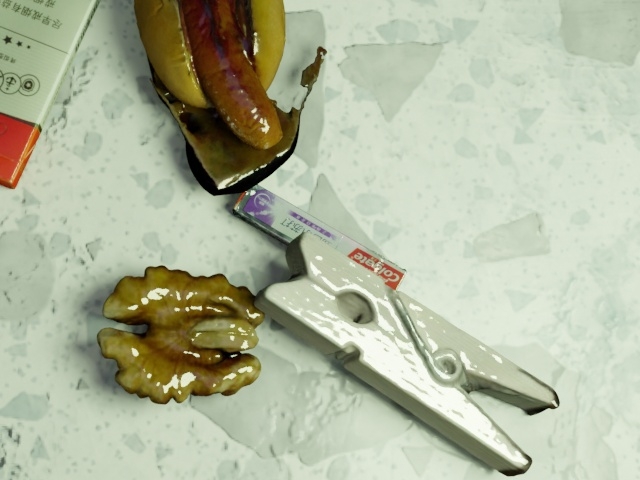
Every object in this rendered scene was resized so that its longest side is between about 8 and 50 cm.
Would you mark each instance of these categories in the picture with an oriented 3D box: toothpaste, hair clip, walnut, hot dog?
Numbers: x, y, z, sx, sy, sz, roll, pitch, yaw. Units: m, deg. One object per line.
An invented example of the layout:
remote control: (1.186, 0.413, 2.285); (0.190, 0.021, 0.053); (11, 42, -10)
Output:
toothpaste: (0.000, 0.000, 1.233); (0.196, 0.040, 0.047); (31, 79, -1)
hair clip: (0.089, 0.119, 1.182); (0.330, 0.085, 0.101); (33, 74, -5)
walnut: (-0.144, 0.101, 1.181); (0.170, 0.069, 0.143); (9, 76, -11)
hot dog: (-0.099, -0.230, 1.209); (0.194, 0.107, 0.326); (-24, 76, -10)

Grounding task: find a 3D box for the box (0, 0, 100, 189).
box: (-0.344, -0.190, 1.228); (0.139, 0.035, 0.245); (20, 78, -3)
